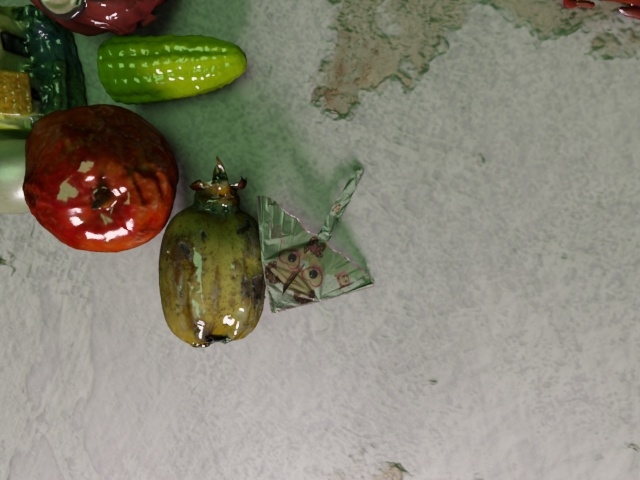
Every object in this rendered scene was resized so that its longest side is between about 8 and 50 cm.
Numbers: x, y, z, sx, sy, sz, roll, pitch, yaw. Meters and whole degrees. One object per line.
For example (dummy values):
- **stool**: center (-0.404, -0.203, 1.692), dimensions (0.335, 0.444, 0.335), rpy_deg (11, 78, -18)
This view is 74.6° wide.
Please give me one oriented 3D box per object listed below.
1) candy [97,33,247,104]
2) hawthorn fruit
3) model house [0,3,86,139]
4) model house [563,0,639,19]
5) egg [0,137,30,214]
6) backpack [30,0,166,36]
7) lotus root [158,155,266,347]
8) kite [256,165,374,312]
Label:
- **candy**: center (-0.207, -0.247, 0.598), dimensions (0.210, 0.097, 0.096), rpy_deg (-3, 97, 7)
- **hawthorn fruit**: center (-0.284, -0.069, 0.557), dimensions (0.208, 0.243, 0.207), rpy_deg (-10, 115, -21)
- **model house**: center (-0.472, -0.247, 0.578), dimensions (0.170, 0.211, 0.193), rpy_deg (0, 97, 10)
- **model house**: center (0.397, -0.402, 0.446), dimensions (0.160, 0.196, 0.253), rpy_deg (11, 98, 8)
- **egg**: center (-0.464, -0.099, 0.644), dimensions (0.152, 0.114, 0.114), rpy_deg (-12, 96, 7)
- **backpack**: center (-0.307, -0.384, 0.564), dimensions (0.230, 0.139, 0.229), rpy_deg (-1, 81, 9)
- **lotus root**: center (-0.154, 0.020, 0.607), dimensions (0.154, 0.154, 0.277), rpy_deg (3, 99, 7)
- **kite**: center (0.001, 0.000, 0.612), dimensions (0.229, 0.012, 0.250), rpy_deg (35, 82, -22)
